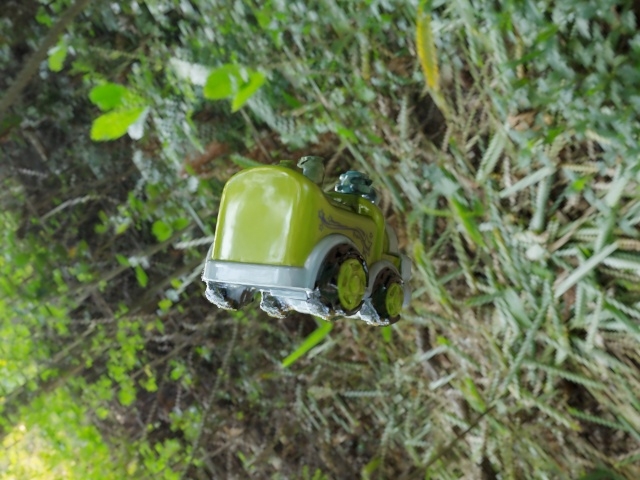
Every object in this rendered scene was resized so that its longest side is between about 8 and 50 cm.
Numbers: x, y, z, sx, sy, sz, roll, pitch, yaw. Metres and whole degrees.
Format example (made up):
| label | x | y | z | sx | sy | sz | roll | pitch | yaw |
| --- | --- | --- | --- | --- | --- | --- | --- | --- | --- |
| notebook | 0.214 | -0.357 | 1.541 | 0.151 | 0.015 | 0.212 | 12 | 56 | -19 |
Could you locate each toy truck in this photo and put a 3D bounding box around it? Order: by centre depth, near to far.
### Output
| label | x | y | z | sx | sy | sz | roll | pitch | yaw |
| --- | --- | --- | --- | --- | --- | --- | --- | --- | --- |
| toy truck | 0.000 | 0.000 | 0.423 | 0.076 | 0.076 | 0.111 | 2 | 173 | 32 |
